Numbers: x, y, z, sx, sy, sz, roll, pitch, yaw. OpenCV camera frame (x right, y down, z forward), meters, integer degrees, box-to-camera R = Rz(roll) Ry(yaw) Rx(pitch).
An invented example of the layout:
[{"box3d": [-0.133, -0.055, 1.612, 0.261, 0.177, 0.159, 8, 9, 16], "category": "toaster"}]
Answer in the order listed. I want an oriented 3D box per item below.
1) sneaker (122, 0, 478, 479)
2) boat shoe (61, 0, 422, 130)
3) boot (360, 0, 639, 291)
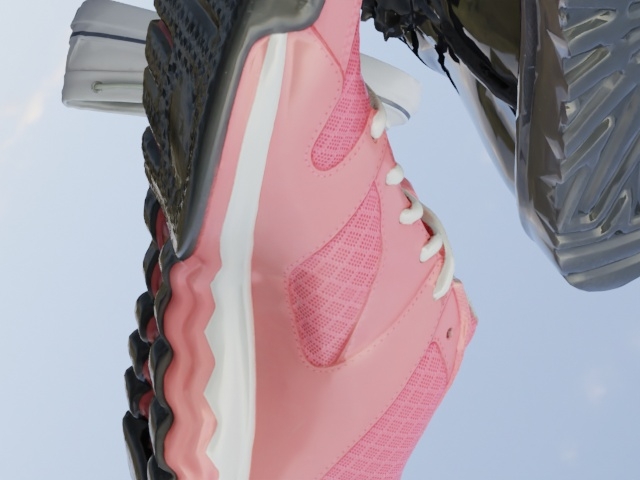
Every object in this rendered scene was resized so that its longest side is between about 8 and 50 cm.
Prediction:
[{"box3d": [0.000, 0.000, 0.572, 0.116, 0.136, 0.314, -116, -151, -54], "category": "sneaker"}, {"box3d": [-0.052, -0.089, 0.915, 0.083, 0.226, 0.076, 58, 45, -77], "category": "boat shoe"}, {"box3d": [0.038, -0.244, 0.649, 0.445, 0.146, 0.367, 57, -25, 35], "category": "boot"}]
